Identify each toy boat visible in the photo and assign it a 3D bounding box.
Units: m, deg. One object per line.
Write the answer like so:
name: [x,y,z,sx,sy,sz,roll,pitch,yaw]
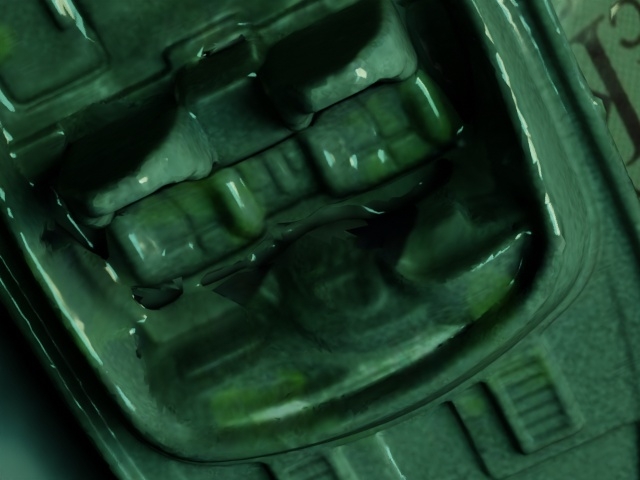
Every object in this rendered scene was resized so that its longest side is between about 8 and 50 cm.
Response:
toy boat: [0.000,0.000,0.392,0.141,0.092,0.319,-26,110,8]

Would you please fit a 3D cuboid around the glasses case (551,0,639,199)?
glasses case: [0.048,-0.121,0.453,0.137,0.085,0.354,-39,111,-28]
